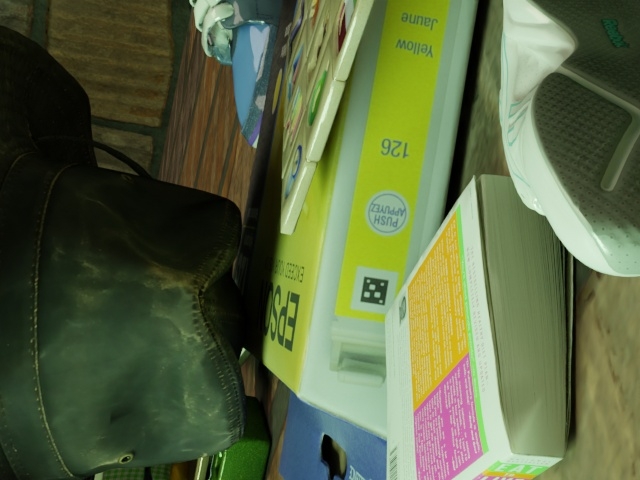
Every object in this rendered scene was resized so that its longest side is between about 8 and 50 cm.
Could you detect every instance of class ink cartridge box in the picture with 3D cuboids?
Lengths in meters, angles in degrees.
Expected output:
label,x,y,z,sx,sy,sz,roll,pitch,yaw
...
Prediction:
label,x,y,z,sx,sy,sz,roll,pitch,yaw
ink cartridge box,0.000,0.000,0.723,0.303,0.072,0.307,-173,95,-79

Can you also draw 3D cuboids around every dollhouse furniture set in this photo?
label,x,y,z,sx,sy,sz,roll,pitch,yaw
dollhouse furniture set,-0.165,0.168,1.113,0.301,0.198,0.151,-122,41,-74

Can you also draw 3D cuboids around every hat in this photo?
label,x,y,z,sx,sy,sz,roll,pitch,yaw
hat,-0.100,0.045,0.693,0.331,0.134,0.331,1,-90,-82

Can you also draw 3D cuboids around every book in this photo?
label,x,y,z,sx,sy,sz,roll,pitch,yaw
book,0.051,0.050,0.491,0.144,0.035,0.096,120,154,-65

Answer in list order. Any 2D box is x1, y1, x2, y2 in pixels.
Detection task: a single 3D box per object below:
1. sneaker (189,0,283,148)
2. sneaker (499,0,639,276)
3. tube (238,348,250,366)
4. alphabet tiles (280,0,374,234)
label,x,y,z,sx,sy,sz,roll,pitch,yaw
sneaker,-0.107,-0.236,1.041,0.130,0.236,0.322,137,142,-74
sneaker,0.078,-0.028,0.374,0.152,0.054,0.061,-86,0,-58
tube,-0.079,0.074,1.123,0.240,0.062,0.070,-163,68,-78
alphabet tiles,0.013,-0.149,0.596,0.237,0.009,0.198,-90,15,-51
